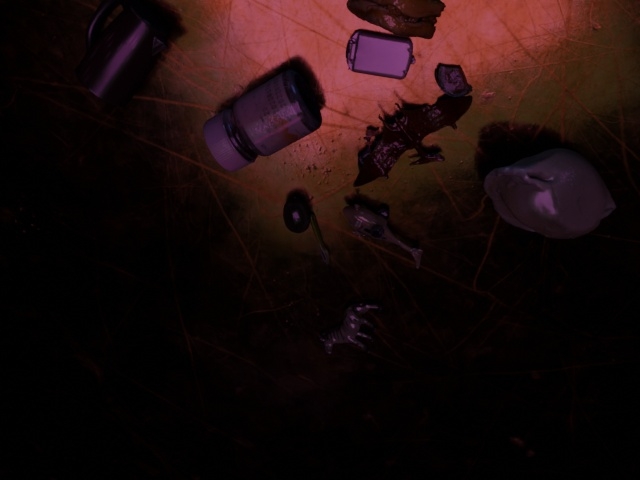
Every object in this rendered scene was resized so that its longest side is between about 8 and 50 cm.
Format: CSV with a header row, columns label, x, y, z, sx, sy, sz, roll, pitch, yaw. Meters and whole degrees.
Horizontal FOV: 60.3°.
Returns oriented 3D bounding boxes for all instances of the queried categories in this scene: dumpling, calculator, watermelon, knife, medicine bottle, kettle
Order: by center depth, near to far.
label,x,y,z,sx,sy,sz,roll,pitch,yaw
kettle,-0.489,-0.480,1.356,0.232,0.144,0.202,-45,77,19
calculator,0.149,-0.456,1.357,0.174,0.032,0.100,9,121,-1
medicine bottle,-0.146,-0.299,1.401,0.273,0.165,0.165,-26,115,19
dumpling,0.588,-0.105,1.428,0.270,0.212,0.321,-36,101,26
watermelon,-0.068,-0.073,1.579,0.078,0.078,0.111,-6,119,9
knife,0.000,0.000,1.648,0.026,0.022,0.184,1,125,34

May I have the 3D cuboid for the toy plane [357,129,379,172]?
label,x,y,z,sx,sy,sz,roll,pitch,yaw
toy plane,0.131,-0.231,1.491,0.060,0.037,0.145,-1,122,1

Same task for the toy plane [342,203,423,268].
label,x,y,z,sx,sy,sz,roll,pitch,yaw
toy plane,0.184,-0.017,1.589,0.286,0.092,0.108,28,140,-11

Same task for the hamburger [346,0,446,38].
label,x,y,z,sx,sy,sz,roll,pitch,yaw
hamburger,0.162,-0.523,1.219,0.213,0.214,0.108,19,124,-6

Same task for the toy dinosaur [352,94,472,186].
label,x,y,z,sx,sy,sz,roll,pitch,yaw
toy dinosaur,0.224,-0.250,1.408,0.327,0.113,0.207,-14,121,2

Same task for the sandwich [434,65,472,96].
label,x,y,z,sx,sy,sz,roll,pitch,yaw
sandwich,0.330,-0.400,1.379,0.069,0.026,0.101,-29,114,21

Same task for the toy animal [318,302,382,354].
label,x,y,z,sx,sy,sz,roll,pitch,yaw
toy animal,0.093,0.281,1.780,0.175,0.073,0.217,20,117,10
